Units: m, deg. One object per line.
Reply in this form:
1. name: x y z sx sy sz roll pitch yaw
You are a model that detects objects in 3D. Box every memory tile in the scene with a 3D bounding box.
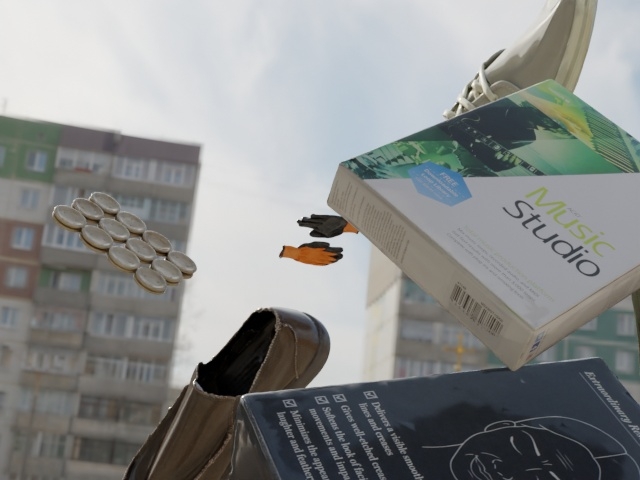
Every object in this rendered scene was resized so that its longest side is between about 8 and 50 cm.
1. memory tile: -0.209 0.002 1.174 0.148 0.012 0.113 37 22 6

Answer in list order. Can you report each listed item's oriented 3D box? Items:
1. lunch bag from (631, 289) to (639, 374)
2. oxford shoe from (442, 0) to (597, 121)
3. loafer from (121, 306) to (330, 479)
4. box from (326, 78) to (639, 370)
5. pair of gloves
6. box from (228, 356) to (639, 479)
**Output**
1. lunch bag: 0.520 0.149 1.316 0.235 0.287 0.169 -9 6 -17
2. oxford shoe: 0.236 -0.166 1.460 0.130 0.169 0.449 22 -58 -5
3. loafer: -0.149 0.220 1.443 0.134 0.366 0.130 33 -9 42
4. box: 0.198 -0.032 1.005 0.322 0.232 0.058 -24 -34 -40
5. pair of gloves: 0.000 0.000 1.174 0.074 0.010 0.083 7 -41 -21
6. box: 0.140 0.288 0.990 0.395 0.212 0.293 -3 32 -19
